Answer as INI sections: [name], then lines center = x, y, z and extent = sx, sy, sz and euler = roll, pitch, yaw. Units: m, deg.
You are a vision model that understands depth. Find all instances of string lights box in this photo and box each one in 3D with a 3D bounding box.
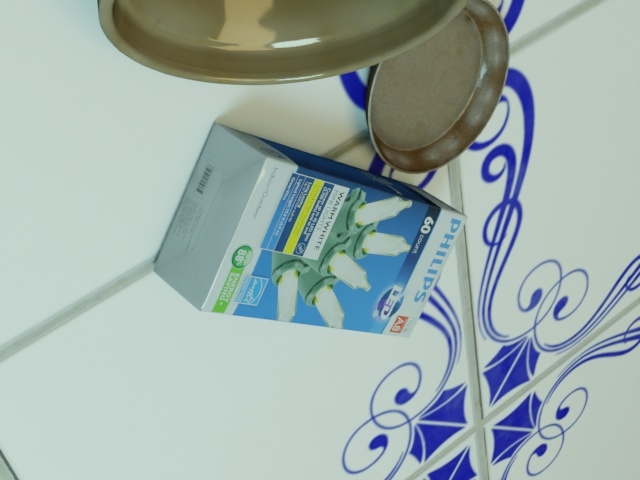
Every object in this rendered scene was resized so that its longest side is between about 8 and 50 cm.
[string lights box]
center = 0.000, 0.000, 0.856
extent = 0.260, 0.077, 0.133
euler = 12, 107, -46

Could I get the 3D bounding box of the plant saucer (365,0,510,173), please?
[plant saucer]
center = 0.100, -0.141, 0.889
extent = 0.169, 0.029, 0.168
euler = -22, 130, -29

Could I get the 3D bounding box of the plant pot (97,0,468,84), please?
[plant pot]
center = -0.027, -0.195, 0.643
extent = 0.237, 0.237, 0.109
euler = 4, 73, -43
